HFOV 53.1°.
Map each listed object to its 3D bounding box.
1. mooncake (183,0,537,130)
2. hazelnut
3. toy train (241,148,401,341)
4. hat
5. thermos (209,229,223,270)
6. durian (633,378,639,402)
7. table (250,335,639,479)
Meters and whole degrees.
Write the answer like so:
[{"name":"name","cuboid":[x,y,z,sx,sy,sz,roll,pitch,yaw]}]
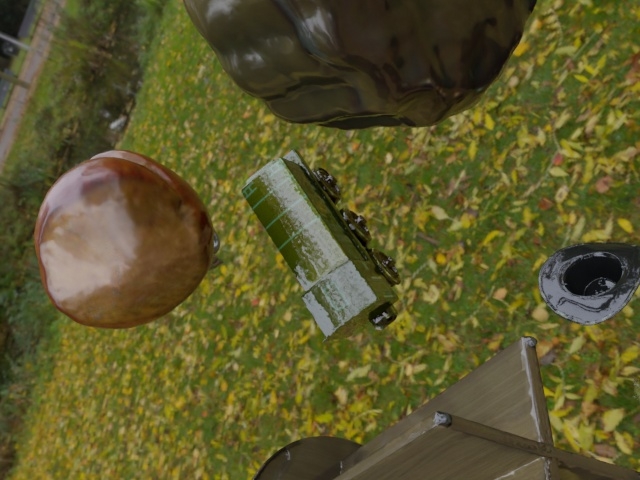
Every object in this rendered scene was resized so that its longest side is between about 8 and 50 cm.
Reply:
[{"name":"mooncake","cuboid":[0.039,-0.227,0.483,0.161,0.290,0.290,12,83,50]},{"name":"hazelnut","cuboid":[-0.187,-0.001,0.644,0.182,0.182,0.182,-35,45,44]},{"name":"toy train","cuboid":[0.000,0.000,0.692,0.090,0.137,0.225,-39,73,15]},{"name":"hat","cuboid":[0.287,0.048,0.662,0.121,0.050,0.121,-31,27,18]},{"name":"thermos","cuboid":[-0.252,-0.026,1.176,0.105,0.137,0.193,-42,80,27]},{"name":"durian","cuboid":[0.329,0.089,0.405,0.144,0.252,0.139,-98,31,-51]},{"name":"table","cuboid":[0.064,0.165,0.392,0.227,0.167,0.167,-51,34,44]}]
